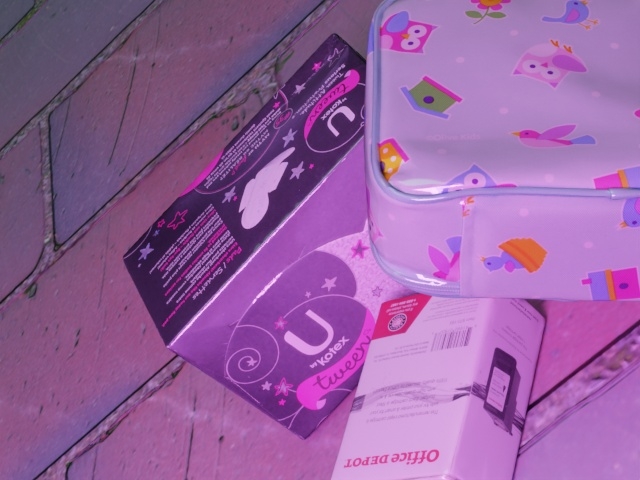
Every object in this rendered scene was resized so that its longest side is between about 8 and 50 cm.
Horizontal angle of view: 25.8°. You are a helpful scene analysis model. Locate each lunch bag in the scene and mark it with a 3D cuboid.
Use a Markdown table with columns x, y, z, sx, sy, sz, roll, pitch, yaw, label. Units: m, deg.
| x | y | z | sx | sy | sz | roll | pitch | yaw | label |
| --- | --- | --- | --- | --- | --- | --- | --- | --- | --- |
| 0.166 | -0.071 | 0.874 | 0.279 | 0.108 | 0.224 | 0 | 46 | 1 | lunch bag |

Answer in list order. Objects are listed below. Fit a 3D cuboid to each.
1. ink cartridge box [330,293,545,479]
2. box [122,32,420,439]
| x | y | z | sx | sy | sz | roll | pitch | yaw | label |
| --- | --- | --- | --- | --- | --- | --- | --- | --- | --- |
| 0.081 | 0.111 | 0.950 | 0.109 | 0.063 | 0.150 | -15 | 47 | 44 | ink cartridge box |
| 0.000 | 0.000 | 1.070 | 0.247 | 0.163 | 0.142 | -46 | 35 | 8 | box |
